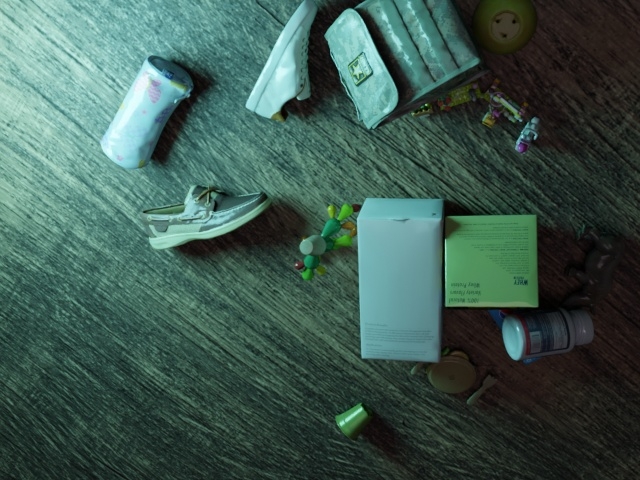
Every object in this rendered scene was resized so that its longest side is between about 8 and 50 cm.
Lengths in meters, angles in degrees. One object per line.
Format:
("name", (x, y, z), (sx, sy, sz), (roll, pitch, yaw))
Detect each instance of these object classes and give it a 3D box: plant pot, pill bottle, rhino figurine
("plant pot", (0.097, 0.475, 1.958), (0.079, 0.083, 0.083), (-42, 98, 11))
("pill bottle", (0.518, 0.208, 1.675), (0.180, 0.108, 0.108), (-7, 111, -8))
("rhino figurine", (0.619, 0.081, 1.688), (0.106, 0.073, 0.243), (14, 115, 9))
("plant pot", (0.380, -0.445, 1.517), (0.134, 0.095, 0.134), (4, 113, 10))

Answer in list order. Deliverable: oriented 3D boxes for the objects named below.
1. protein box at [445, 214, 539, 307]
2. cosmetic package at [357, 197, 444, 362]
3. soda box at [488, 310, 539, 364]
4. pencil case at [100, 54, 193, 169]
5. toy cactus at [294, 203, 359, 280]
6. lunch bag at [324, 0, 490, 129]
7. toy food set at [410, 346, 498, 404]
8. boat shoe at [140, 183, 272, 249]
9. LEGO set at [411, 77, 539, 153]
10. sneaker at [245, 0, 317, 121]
("protein box", (0.382, 0.053, 1.650), (0.200, 0.136, 0.201), (-1, 82, 13))
("cosmetic package", (0.194, 0.093, 1.737), (0.197, 0.155, 0.365), (3, 111, 11))
("soda box", (0.466, 0.189, 1.765), (0.071, 0.067, 0.210), (-32, 102, 21))
("pencil case", (-0.410, -0.299, 1.735), (0.124, 0.113, 0.273), (28, 115, -22))
("toy cactus", (0.000, 0.000, 1.738), (0.112, 0.180, 0.219), (47, 109, 14))
("lunch bag", (0.164, -0.390, 1.526), (0.287, 0.169, 0.235), (-27, 86, 21))
("toy food set", (0.337, 0.334, 1.872), (0.192, 0.038, 0.132), (30, 121, -6))
("boat shoe", (-0.287, -0.076, 1.796), (0.342, 0.123, 0.123), (-14, 109, 23))
("LEGO set", (0.335, -0.284, 1.583), (0.287, 0.107, 0.132), (18, 114, 5))
("sneaker", (-0.054, -0.394, 1.635), (0.123, 0.106, 0.290), (27, 124, -7))
